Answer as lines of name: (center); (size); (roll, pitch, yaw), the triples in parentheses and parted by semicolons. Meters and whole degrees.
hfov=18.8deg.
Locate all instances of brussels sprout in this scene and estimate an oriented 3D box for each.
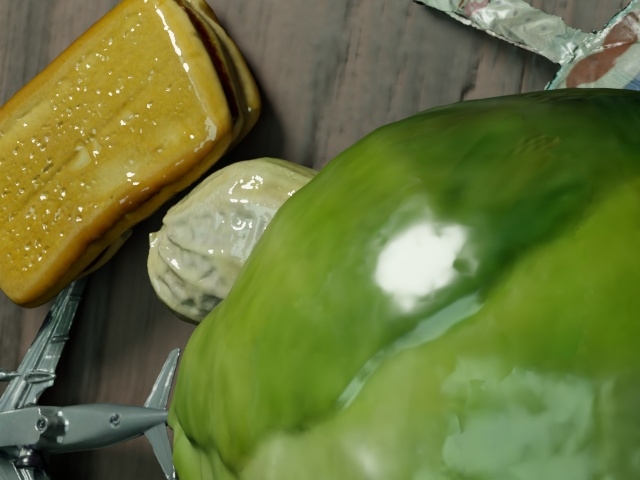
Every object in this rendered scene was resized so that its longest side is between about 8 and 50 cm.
brussels sprout: (0.091, 0.078, 0.787); (0.355, 0.289, 0.281); (-3, 103, 48)

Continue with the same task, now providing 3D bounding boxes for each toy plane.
toy plane: (-0.168, 0.117, 1.183); (0.226, 0.058, 0.226); (-7, 74, 26)

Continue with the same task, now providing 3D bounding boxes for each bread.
bread: (-0.127, -0.055, 1.143); (0.200, 0.077, 0.116); (-38, 77, 24)

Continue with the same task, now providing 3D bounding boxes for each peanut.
peanut: (0.000, 0.000, 1.077); (0.214, 0.090, 0.098); (-3, 98, 24)

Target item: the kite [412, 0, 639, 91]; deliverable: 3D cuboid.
kite: (0.149, -0.088, 0.975); (0.335, 0.011, 0.314); (-48, 43, -4)
